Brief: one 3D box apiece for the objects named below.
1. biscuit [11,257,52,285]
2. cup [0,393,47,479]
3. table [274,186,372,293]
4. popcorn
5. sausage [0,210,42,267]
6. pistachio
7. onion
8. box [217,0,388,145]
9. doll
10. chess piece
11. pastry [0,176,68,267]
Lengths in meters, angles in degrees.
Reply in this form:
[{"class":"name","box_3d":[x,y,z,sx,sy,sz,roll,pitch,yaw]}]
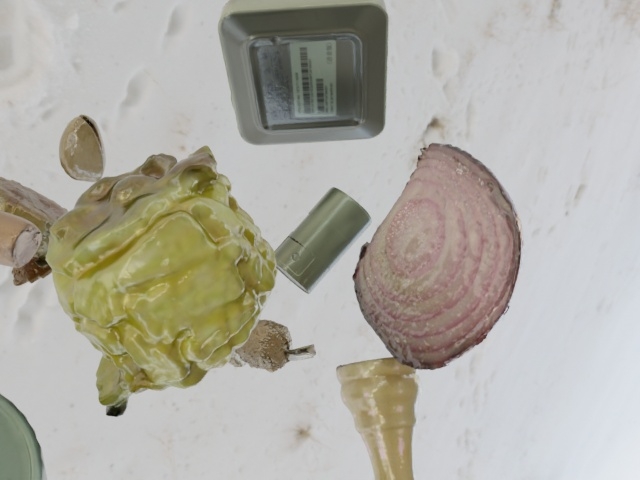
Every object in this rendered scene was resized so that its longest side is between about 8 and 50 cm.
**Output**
[{"class":"biscuit","box_3d":[-0.812,0.083,1.673,0.019,0.129,0.119,80,8,-49]},{"class":"cup","box_3d":[-0.465,0.331,0.628,0.310,0.401,0.392,-37,156,-48]},{"class":"table","box_3d":[0.000,0.000,1.332,0.220,0.126,0.126,-49,142,-9]},{"class":"popcorn","box_3d":[-0.182,0.029,0.691,0.293,0.293,0.237,-45,118,-23]},{"class":"sausage","box_3d":[-0.768,-0.015,1.350,0.123,0.252,0.123,16,90,-78]},{"class":"pistachio","box_3d":[-0.592,-0.228,1.469,0.108,0.126,0.185,-41,151,-45]},{"class":"onion","box_3d":[0.168,0.033,0.726,0.111,0.247,0.250,19,111,-34]},{"class":"box","box_3d":[-0.032,-0.384,1.371,0.367,0.373,0.090,84,3,-48]},{"class":"doll","box_3d":[-0.118,0.222,1.227,0.105,0.221,0.115,-32,121,-47]},{"class":"chess piece","box_3d":[0.099,0.353,0.745,0.117,0.117,0.397,21,57,-53]},{"class":"pastry","box_3d":[-0.843,-0.066,1.661,0.136,0.329,0.329,-57,144,2]}]
